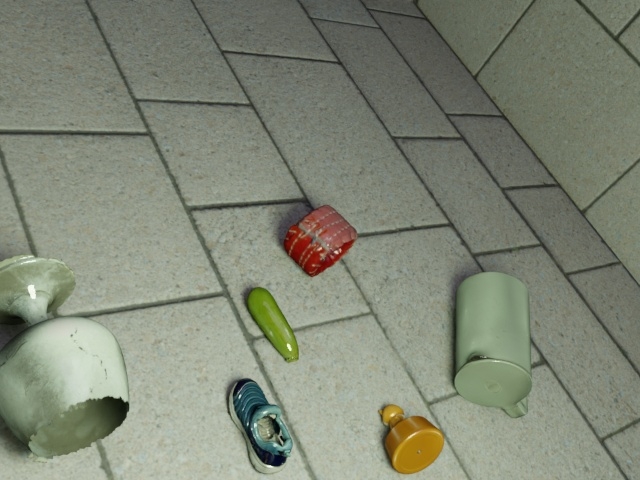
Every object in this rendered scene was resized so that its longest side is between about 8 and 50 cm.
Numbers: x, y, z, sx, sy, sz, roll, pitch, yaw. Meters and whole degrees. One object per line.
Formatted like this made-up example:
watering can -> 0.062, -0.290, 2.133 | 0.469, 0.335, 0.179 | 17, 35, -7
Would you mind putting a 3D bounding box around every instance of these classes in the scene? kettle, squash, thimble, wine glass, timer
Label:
kettle -> 0.465, 0.283, 1.882 | 0.205, 0.265, 0.318 | 2, 41, 9
squash -> -0.110, 0.197, 1.628 | 0.066, 0.066, 0.201 | -16, 68, -44
thimble -> 0.001, 0.002, 1.815 | 0.125, 0.163, 0.189 | 46, 27, 12
wine glass -> -0.481, 0.205, 1.232 | 0.238, 0.238, 0.323 | -8, 48, -40
timer -> 0.188, 0.432, 1.591 | 0.132, 0.132, 0.152 | 8, 24, -30

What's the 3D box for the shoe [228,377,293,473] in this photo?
shoe -> -0.115, 0.367, 1.426 | 0.091, 0.106, 0.207 | -1, 47, -38
